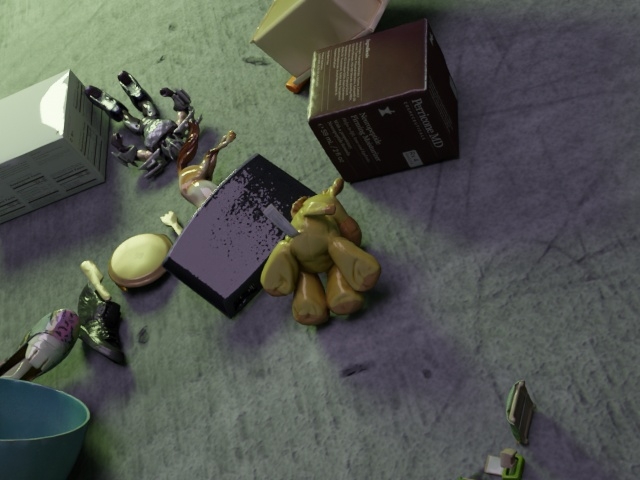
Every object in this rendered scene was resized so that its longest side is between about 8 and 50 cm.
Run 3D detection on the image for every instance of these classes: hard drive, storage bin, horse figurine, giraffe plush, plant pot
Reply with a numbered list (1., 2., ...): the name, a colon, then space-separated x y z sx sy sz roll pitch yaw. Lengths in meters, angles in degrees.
1. hard drive: -0.128 -0.017 1.564 0.172 0.054 0.255 36 76 15
2. storage bin: 0.028 -0.450 1.692 0.262 0.123 0.260 -22 36 58
3. horse figurine: -0.188 -0.100 1.686 0.174 0.066 0.263 -45 55 4
4. giraffe plush: 0.000 0.000 1.465 0.181 0.210 0.170 -23 17 20
5. plant pot: -0.507 0.339 1.424 0.290 0.290 0.196 14 97 36

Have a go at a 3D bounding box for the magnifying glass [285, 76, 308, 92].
1. magnifying glass: 0.012 -0.373 1.819 0.092 0.026 0.231 24 71 39

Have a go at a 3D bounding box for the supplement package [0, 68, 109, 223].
1. supplement package: -0.581 -0.189 1.924 0.261 0.145 0.204 -19 49 14

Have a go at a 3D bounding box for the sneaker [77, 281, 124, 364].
1. sneaker: -0.371 0.141 1.620 0.170 0.051 0.089 24 74 43

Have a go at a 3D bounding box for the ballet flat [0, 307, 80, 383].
1. ballet flat: -0.487 0.203 1.591 0.221 0.077 0.079 -40 13 17

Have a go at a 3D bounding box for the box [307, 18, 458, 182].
1. box: 0.105 -0.225 1.556 0.203 0.168 0.167 -12 50 22

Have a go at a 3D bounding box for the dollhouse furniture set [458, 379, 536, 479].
1. dollhouse furniture set: 0.222 0.252 1.192 0.058 0.076 0.152 3 59 30

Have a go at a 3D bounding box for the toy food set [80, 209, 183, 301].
1. toy food set: -0.316 0.036 1.683 0.192 0.038 0.132 -32 48 -13

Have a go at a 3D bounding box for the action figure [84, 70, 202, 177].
1. action figure: -0.345 -0.233 1.862 0.185 0.099 0.285 -40 50 -11
